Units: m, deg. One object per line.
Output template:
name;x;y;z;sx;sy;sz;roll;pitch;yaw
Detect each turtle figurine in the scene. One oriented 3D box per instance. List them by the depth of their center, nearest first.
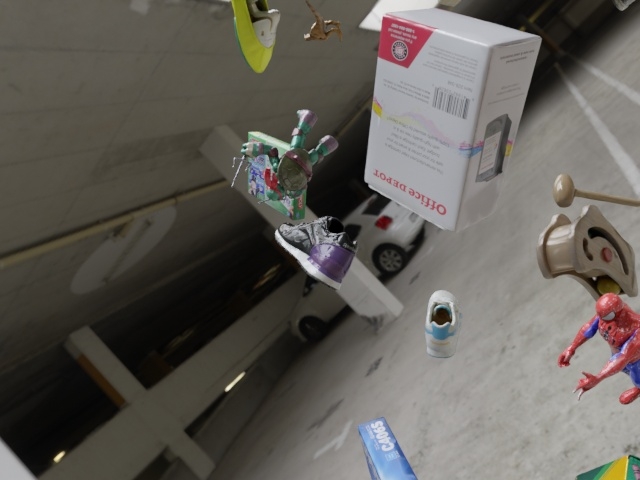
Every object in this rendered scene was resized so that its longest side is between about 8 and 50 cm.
turtle figurine;-0.065;-0.150;1.151;0.234;0.118;0.175;-53;-45;-22

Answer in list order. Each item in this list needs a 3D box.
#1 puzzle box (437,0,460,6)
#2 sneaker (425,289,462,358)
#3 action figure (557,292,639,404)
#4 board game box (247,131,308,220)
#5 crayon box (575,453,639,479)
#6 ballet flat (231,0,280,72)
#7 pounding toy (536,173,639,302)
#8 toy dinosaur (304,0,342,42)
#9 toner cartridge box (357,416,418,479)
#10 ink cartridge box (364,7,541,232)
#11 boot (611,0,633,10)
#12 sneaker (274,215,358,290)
puzzle box;0.332;-0.784;1.256;0.052;0.408;0.272;1;-15;-25
sneaker;0.294;0.176;1.326;0.228;0.088;0.092;-67;-25;-61
action figure;0.382;0.179;0.745;0.139;0.280;0.091;-34;35;1
board game box;-0.145;-0.214;1.800;0.046;0.317;0.213;-10;-65;-32
crayon box;0.410;0.462;0.783;0.165;0.081;0.278;99;-164;-57
ballet flat;-0.109;-0.390;0.926;0.077;0.077;0.231;-54;-41;-45
pounding toy;0.505;0.014;1.017;0.155;0.269;0.154;-22;35;51
toy dinosaur;0.001;-0.561;1.481;0.112;0.064;0.211;-2;-4;-9
toner cartridge box;0.173;0.560;1.245;0.075;0.165;0.348;-17;15;-6
ink cartridge box;0.202;-0.203;0.930;0.131;0.226;0.306;-23;-47;-32
boot;0.680;-0.567;1.137;0.236;0.085;0.179;-37;2;-43
sneaker;0.000;0.000;1.231;0.124;0.107;0.283;-57;33;5
